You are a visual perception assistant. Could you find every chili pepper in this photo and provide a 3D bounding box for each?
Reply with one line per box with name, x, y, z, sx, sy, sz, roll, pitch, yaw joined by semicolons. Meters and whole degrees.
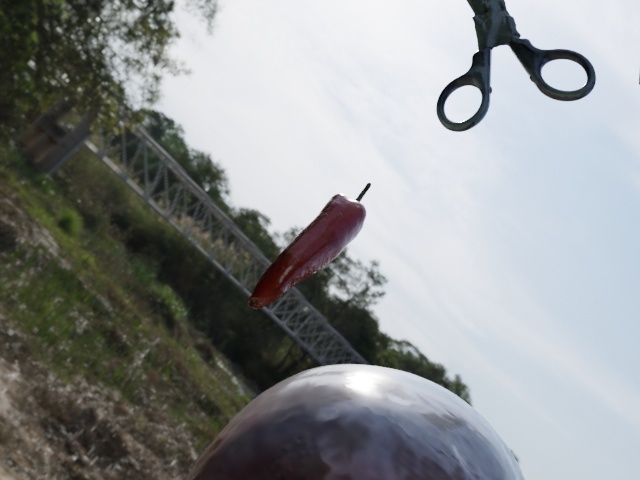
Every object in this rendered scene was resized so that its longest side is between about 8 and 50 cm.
chili pepper;0.000;0.000;0.921;0.063;0.272;0.071;30;-40;19

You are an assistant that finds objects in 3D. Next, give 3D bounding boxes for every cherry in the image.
cherry;0.030;0.241;0.546;0.291;0.326;0.335;43;-43;30

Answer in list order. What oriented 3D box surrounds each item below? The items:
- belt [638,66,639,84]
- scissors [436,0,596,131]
belt;0.692;-0.328;1.189;0.260;0.325;0.122;11;-11;-3
scissors;0.294;-0.369;1.192;0.029;0.255;0.384;51;27;-60
